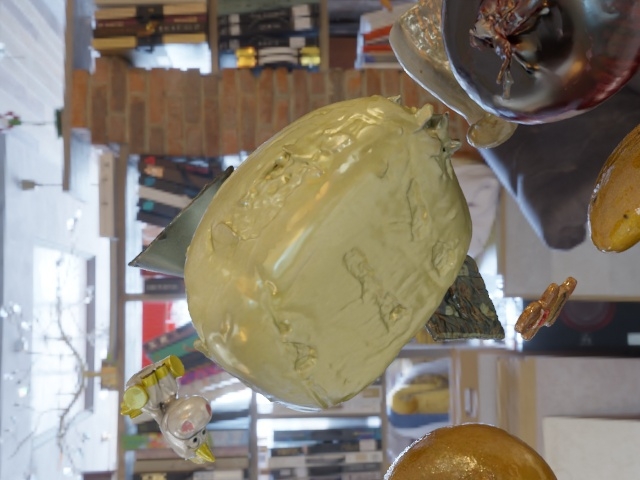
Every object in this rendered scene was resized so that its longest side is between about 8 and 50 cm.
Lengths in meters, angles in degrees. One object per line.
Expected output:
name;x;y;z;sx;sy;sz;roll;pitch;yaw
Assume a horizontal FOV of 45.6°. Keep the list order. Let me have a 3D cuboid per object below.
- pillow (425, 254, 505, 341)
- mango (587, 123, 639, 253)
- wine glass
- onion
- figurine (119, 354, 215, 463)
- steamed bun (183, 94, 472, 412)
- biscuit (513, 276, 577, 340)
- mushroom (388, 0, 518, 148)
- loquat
pillow;0.244;0.102;1.415;0.034;0.255;0.189;-41;60;34
mango;0.428;-0.095;0.937;0.262;0.109;0.157;-42;23;17
wine glass;-0.126;0.091;1.443;0.406;0.267;0.267;47;-177;-9
onion;0.242;-0.260;0.874;0.273;0.285;0.273;24;124;40
figurine;-0.217;0.261;1.139;0.109;0.178;0.129;-43;-12;-48
steamed bun;0.000;0.000;0.665;0.166;0.273;0.232;35;175;41
biscuit;0.539;0.173;1.833;0.036;0.250;0.165;37;118;29
mushroom;0.261;-0.326;1.446;0.159;0.122;0.328;-47;65;32
loquat;0.210;0.386;1.050;0.263;0.263;0.263;179;90;-86
